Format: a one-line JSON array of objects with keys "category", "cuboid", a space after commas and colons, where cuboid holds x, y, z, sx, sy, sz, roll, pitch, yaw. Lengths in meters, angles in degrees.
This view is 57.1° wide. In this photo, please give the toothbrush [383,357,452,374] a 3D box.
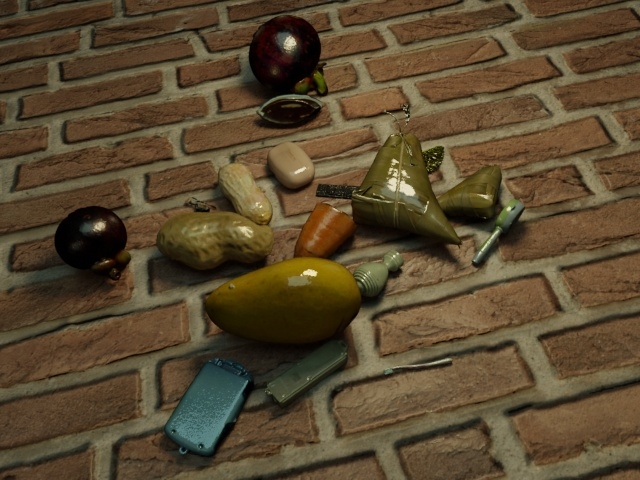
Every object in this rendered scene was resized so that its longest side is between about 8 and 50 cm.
[{"category": "toothbrush", "cuboid": [0.284, 0.363, 1.709, 0.204, 0.017, 0.022, -10, 44, -2]}]

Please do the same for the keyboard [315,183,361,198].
[{"category": "keyboard", "cuboid": [0.083, -0.176, 2.106, 0.196, 0.018, 0.060, 5, 53, 7]}]

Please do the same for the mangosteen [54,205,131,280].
[{"category": "mangosteen", "cuboid": [-0.731, 0.018, 1.916, 0.228, 0.228, 0.265, -30, 89, -16]}]

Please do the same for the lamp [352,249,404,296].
[{"category": "lamp", "cuboid": [0.183, 0.102, 1.856, 0.193, 0.106, 0.106, -33, 58, -28]}]

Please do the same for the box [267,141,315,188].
[{"category": "box", "cuboid": [-0.108, -0.275, 2.146, 0.146, 0.088, 0.200, -29, 59, -16]}]

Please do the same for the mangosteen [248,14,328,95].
[{"category": "mangosteen", "cuboid": [-0.113, -0.722, 2.347, 0.360, 0.306, 0.306, 40, 65, 5]}]

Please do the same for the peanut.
[{"category": "peanut", "cuboid": [-0.344, 0.001, 1.920, 0.388, 0.169, 0.192, -1, 60, 3]}]

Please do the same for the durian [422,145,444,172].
[{"category": "durian", "cuboid": [0.375, -0.294, 2.148, 0.216, 0.086, 0.100, -23, 23, -16]}]

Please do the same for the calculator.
[{"category": "calculator", "cuboid": [-0.310, 0.468, 1.657, 0.173, 0.051, 0.293, 21, 60, 17]}]

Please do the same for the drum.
[{"category": "drum", "cuboid": [0.577, -0.035, 1.900, 0.049, 0.130, 0.253, 36, 64, 21]}]

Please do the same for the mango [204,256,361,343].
[{"category": "mango", "cuboid": [-0.108, 0.181, 1.691, 0.446, 0.301, 0.220, -6, 56, -5]}]

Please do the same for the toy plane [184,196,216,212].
[{"category": "toy plane", "cuboid": [-0.434, -0.123, 2.098, 0.121, 0.031, 0.049, 19, 53, 14]}]

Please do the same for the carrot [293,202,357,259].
[{"category": "carrot", "cuboid": [0.000, 0.000, 1.918, 0.159, 0.159, 0.225, 27, 71, 21]}]

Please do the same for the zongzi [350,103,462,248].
[{"category": "zongzi", "cuboid": [0.344, -0.216, 1.985, 0.419, 0.181, 0.446, 20, 71, 18]}]

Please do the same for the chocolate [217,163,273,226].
[{"category": "chocolate", "cuboid": [-0.264, -0.163, 2.051, 0.134, 0.134, 0.309, -28, 56, -15]}]

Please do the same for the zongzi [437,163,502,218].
[{"category": "zongzi", "cuboid": [0.492, -0.165, 2.037, 0.256, 0.114, 0.228, -5, 36, 31]}]

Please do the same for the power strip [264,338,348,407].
[{"category": "power strip", "cuboid": [-0.035, 0.380, 1.699, 0.272, 0.052, 0.078, -32, 59, -19]}]

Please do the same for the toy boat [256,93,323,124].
[{"category": "toy boat", "cuboid": [-0.120, -0.520, 2.317, 0.262, 0.114, 0.115, -4, 23, 3]}]
